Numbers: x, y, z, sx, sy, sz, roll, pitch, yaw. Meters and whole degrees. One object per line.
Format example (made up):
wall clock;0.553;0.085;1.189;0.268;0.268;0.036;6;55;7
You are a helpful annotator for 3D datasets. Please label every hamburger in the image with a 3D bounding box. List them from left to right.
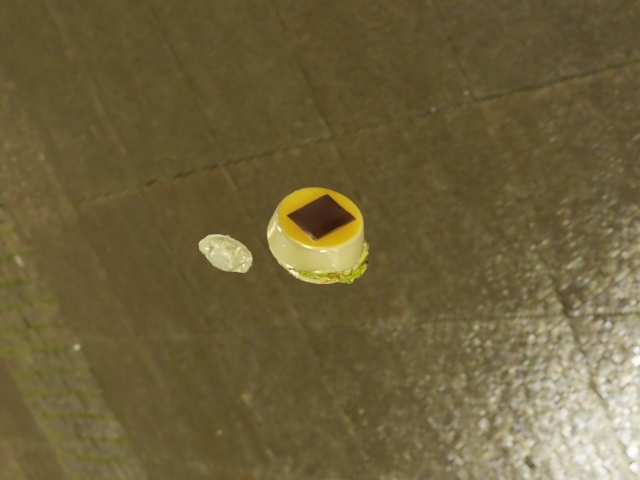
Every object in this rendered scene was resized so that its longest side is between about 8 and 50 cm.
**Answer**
hamburger;0.000;0.000;1.670;0.141;0.126;0.081;29;139;17

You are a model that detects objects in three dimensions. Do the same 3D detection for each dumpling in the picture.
dumpling;-0.147;0.016;2.078;0.076;0.052;0.057;41;108;20
